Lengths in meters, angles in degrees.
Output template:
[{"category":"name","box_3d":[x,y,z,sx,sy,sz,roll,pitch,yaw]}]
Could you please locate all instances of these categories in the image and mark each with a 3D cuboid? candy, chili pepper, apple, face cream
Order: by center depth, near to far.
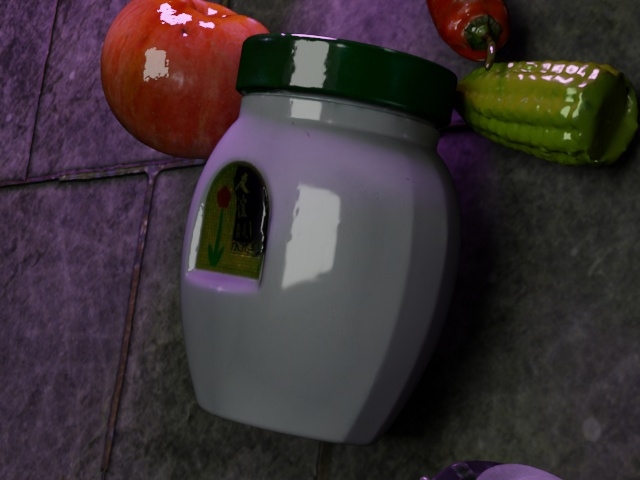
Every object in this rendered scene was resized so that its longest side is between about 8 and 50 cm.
[{"category":"candy","box_3d":[0.197,-0.124,1.349,0.209,0.097,0.096,18,87,52]},{"category":"face cream","box_3d":[0.000,0.000,1.380,0.312,0.220,0.356,7,86,53]},{"category":"chili pepper","box_3d":[0.140,-0.236,1.437,0.071,0.063,0.272,-39,34,18]},{"category":"apple","box_3d":[-0.140,-0.184,1.597,0.209,0.209,0.164,32,117,44]}]

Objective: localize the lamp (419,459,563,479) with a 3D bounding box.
[{"category":"lamp","box_3d":[0.115,0.302,1.150,0.374,0.205,0.272,21,113,23]}]
